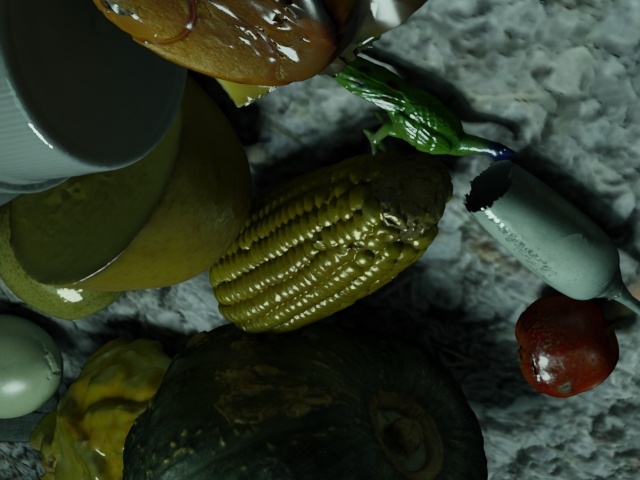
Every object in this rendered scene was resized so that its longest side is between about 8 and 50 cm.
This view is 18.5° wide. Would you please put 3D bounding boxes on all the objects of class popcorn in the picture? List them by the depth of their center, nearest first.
[{"bbox_3d":[-0.199,0.225,2.050,0.266,0.192,0.233,-8,108,33],"label":"popcorn"}]

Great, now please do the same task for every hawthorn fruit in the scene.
[{"bbox_3d":[0.207,0.085,1.634,0.093,0.093,0.093,19,154,10],"label":"hawthorn fruit"}]

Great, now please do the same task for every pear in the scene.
[{"bbox_3d":[-0.210,-0.011,1.700,0.167,0.167,0.136,-19,105,55],"label":"pear"}]

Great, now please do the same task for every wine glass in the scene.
[{"bbox_3d":[0.211,0.026,1.526,0.262,0.074,0.074,38,151,-24],"label":"wine glass"}]

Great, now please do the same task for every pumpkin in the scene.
[{"bbox_3d":[-0.019,0.202,1.757,0.328,0.291,0.257,20,136,-38],"label":"pumpkin"}]

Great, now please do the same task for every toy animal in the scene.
[{"bbox_3d":[0.039,-0.104,1.459,0.217,0.041,0.075,31,152,-4],"label":"toy animal"}]

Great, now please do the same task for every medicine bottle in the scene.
[{"bbox_3d":[-0.273,-0.138,1.423,0.306,0.245,0.245,-4,143,34],"label":"medicine bottle"}]

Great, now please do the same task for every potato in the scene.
[{"bbox_3d":[-0.132,-0.037,1.575,0.178,0.203,0.158,-4,156,39],"label":"potato"}]

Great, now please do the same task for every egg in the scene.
[{"bbox_3d":[-0.345,0.136,2.142,0.152,0.114,0.114,0,145,36],"label":"egg"}]

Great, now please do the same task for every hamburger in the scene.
[{"bbox_3d":[-0.053,-0.201,1.239,0.243,0.138,0.262,36,152,-27],"label":"hamburger"}]

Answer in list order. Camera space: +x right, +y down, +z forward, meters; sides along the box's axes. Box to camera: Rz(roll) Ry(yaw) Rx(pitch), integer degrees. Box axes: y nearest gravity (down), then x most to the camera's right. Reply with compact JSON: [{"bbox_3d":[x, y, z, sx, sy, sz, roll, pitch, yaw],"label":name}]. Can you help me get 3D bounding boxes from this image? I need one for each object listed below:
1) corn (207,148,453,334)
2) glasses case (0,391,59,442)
[{"bbox_3d":[0.000,0.000,1.604,0.119,0.119,0.322,33,149,-17],"label":"corn"},{"bbox_3d":[-0.461,0.184,2.245,0.323,0.074,0.131,7,172,-15],"label":"glasses case"}]
